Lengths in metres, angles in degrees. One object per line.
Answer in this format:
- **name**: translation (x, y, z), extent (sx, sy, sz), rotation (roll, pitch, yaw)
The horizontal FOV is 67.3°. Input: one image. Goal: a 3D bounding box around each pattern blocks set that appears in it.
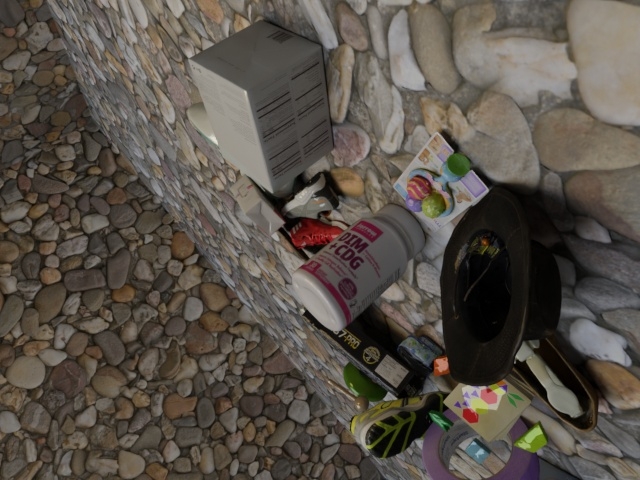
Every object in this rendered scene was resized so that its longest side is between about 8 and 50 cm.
- **pattern blocks set**: translation (0.388, 0.364, 1.107), extent (0.285, 0.026, 0.325), rotation (46, 127, 15)

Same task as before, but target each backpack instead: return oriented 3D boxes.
- **backpack**: translation (0.283, 0.322, 1.370), extent (0.114, 0.084, 0.105), rotation (38, 155, 19)

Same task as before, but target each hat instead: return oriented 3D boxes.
- **hat**: translation (0.311, 0.085, 0.798), extent (0.133, 0.332, 0.331), rotation (13, 159, -8)

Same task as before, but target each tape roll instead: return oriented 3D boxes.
- **tape roll**: translation (0.405, 0.551, 1.230), extent (0.274, 0.274, 0.090), rotation (17, 141, 55)

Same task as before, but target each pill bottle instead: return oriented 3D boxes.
- **pill bottle**: translation (0.089, 0.051, 1.061), extent (0.160, 0.283, 0.160), rotation (41, 156, 23)

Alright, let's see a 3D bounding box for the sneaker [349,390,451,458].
- **sneaker**: translation (0.256, 0.501, 1.383), extent (0.147, 0.384, 0.145), rotation (4, 92, 59)

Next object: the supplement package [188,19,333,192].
- **supplement package**: translation (-0.117, -0.290, 1.049), extent (0.199, 0.198, 0.263), rotation (36, 154, 32)

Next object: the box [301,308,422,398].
- **box**: translation (0.142, 0.376, 1.586), extent (0.394, 0.097, 0.318), rotation (34, 166, 29)

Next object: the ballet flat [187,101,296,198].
- **ballet flat**: translation (-0.207, -0.289, 1.361), extent (0.400, 0.139, 0.139), rotation (44, 157, 8)

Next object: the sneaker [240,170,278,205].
- **sneaker**: translation (-0.184, -0.188, 1.532), extent (0.085, 0.086, 0.237), rotation (10, 155, 19)

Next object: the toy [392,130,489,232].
- **toy**: translation (0.206, -0.090, 0.917), extent (0.137, 0.056, 0.237), rotation (50, 158, 7)

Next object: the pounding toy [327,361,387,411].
- **pounding toy**: translation (0.170, 0.489, 1.746), extent (0.183, 0.236, 0.110), rotation (40, 125, 23)

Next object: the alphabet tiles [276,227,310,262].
- **alphabet tiles**: translation (-0.104, -0.005, 1.543), extent (0.285, 0.011, 0.342), rotation (47, -179, -38)

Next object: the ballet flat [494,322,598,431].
- **ballet flat**: translation (0.404, 0.226, 0.910), extent (0.342, 0.116, 0.124), rotation (51, -162, 0)

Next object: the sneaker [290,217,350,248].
- **sneaker**: translation (0.000, 0.000, 1.366), extent (0.221, 0.128, 0.087), rotation (25, 146, 49)

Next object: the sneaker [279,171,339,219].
- **sneaker**: translation (-0.032, -0.095, 1.330), extent (0.108, 0.100, 0.271), rotation (46, 160, -8)

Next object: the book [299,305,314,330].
- **book**: translation (-0.010, 0.243, 1.747), extent (0.035, 0.144, 0.096), rotation (-16, 112, 41)

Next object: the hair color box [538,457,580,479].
- **hair color box**: translation (0.653, 0.698, 1.191), extent (0.374, 0.113, 0.186), rotation (12, 136, 57)

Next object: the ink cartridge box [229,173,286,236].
- **ink cartridge box**: translation (-0.186, -0.111, 1.375), extent (0.115, 0.067, 0.198), rotation (45, -174, -41)
